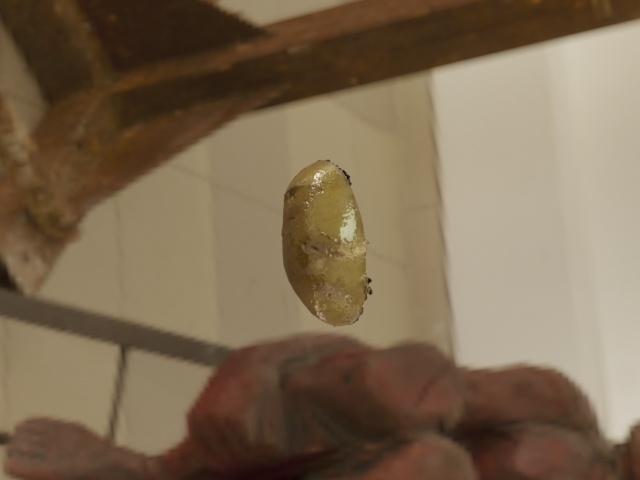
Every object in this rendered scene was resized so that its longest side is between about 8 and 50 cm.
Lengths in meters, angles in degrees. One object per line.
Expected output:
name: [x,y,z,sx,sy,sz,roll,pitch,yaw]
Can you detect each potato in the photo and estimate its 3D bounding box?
potato: [0.001,0.000,0.950,0.036,0.037,0.093,-6,83,-34]
